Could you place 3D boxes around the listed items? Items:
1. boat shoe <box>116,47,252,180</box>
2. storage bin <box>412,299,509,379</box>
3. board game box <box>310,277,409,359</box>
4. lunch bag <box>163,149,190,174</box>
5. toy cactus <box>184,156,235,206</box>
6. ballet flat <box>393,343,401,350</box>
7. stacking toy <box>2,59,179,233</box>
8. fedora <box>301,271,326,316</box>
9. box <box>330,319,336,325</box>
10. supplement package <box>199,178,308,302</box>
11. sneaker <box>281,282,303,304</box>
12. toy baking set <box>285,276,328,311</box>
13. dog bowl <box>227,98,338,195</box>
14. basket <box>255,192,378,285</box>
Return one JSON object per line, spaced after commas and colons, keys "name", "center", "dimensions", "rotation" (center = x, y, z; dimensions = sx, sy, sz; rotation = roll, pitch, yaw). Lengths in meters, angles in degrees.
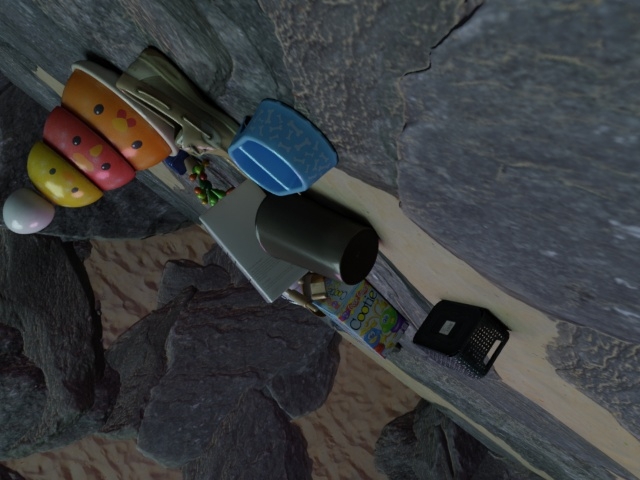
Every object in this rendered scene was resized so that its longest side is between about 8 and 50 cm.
{"name": "boat shoe", "center": [-0.257, -0.229, 1.094], "dimensions": [0.341, 0.110, 0.122], "rotation": [42, 167, -23]}
{"name": "storage bin", "center": [0.295, 0.207, 1.137], "dimensions": [0.084, 0.122, 0.180], "rotation": [40, 168, -15]}
{"name": "board game box", "center": [0.125, 0.225, 1.659], "dimensions": [0.275, 0.142, 0.144], "rotation": [44, 167, -33]}
{"name": "lunch bag", "center": [-0.456, -0.257, 1.682], "dimensions": [0.065, 0.067, 0.098], "rotation": [33, 169, 20]}
{"name": "toy cactus", "center": [-0.355, -0.192, 1.626], "dimensions": [0.180, 0.112, 0.219], "rotation": [53, 177, 22]}
{"name": "ballet flat", "center": [0.271, 0.412, 2.197], "dimensions": [0.084, 0.058, 0.250], "rotation": [-11, 150, 25]}
{"name": "stacking toy", "center": [-0.651, -0.205, 1.437], "dimensions": [0.351, 0.480, 0.350], "rotation": [35, 169, 8]}
{"name": "fedora", "center": [0.008, 0.175, 1.885], "dimensions": [0.079, 0.194, 0.194], "rotation": [-18, 135, 28]}
{"name": "box", "center": [0.163, 0.312, 1.927], "dimensions": [0.233, 0.059, 0.183], "rotation": [13, 161, 16]}
{"name": "supplement package", "center": [-0.167, 0.005, 1.456], "dimensions": [0.293, 0.177, 0.175], "rotation": [50, 169, 0]}
{"name": "sneaker", "center": [-0.143, 0.140, 2.128], "dimensions": [0.366, 0.137, 0.210], "rotation": [43, 170, -11]}
{"name": "toy baking set", "center": [-0.053, 0.097, 1.627], "dimensions": [0.030, 0.196, 0.256], "rotation": [5, -168, -44]}
{"name": "dog bowl", "center": [-0.081, -0.155, 0.962], "dimensions": [0.166, 0.074, 0.297], "rotation": [41, 167, -16]}
{"name": "basket", "center": [0.000, 0.000, 1.155], "dimensions": [0.227, 0.154, 0.204], "rotation": [24, 164, 37]}
